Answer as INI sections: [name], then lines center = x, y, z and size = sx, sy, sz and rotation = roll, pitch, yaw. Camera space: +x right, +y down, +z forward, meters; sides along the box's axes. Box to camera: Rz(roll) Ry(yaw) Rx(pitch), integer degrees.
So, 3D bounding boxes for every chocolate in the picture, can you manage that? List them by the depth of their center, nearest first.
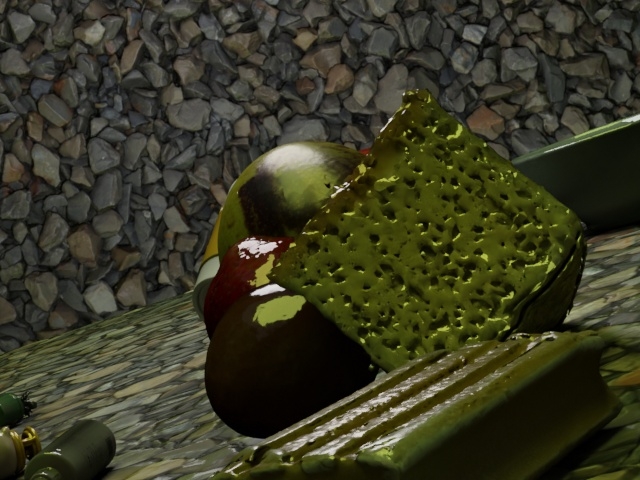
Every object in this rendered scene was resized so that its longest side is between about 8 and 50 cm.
[chocolate]
center = -0.031, 0.121, 1.390
size = 0.177, 0.176, 0.177
rotation = -18, 4, 1

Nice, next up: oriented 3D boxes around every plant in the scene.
[plant]
center = -0.453, 0.247, 2.142
size = 0.051, 0.051, 0.102
rotation = -16, -1, 26

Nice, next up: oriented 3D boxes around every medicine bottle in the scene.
[medicine bottle]
center = -0.261, 0.232, 1.460
size = 0.058, 0.057, 0.199
rotation = -17, 5, 12

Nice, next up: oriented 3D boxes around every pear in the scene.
[pear]
center = 0.000, 0.000, 1.897
size = 0.284, 0.283, 0.283
rotation = -18, 4, 1

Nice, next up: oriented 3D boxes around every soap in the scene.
[soap]
center = 0.070, 0.141, 0.994
size = 0.173, 0.089, 0.274
rotation = -16, 4, 40

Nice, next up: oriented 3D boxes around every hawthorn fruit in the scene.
[hawthorn fruit]
center = -0.058, 0.098, 1.674
size = 0.181, 0.181, 0.235
rotation = -16, 25, 30

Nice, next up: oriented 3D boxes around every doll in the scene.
[doll]
center = -0.392, 0.243, 1.677
size = 0.127, 0.084, 0.073
rotation = -12, -1, -33

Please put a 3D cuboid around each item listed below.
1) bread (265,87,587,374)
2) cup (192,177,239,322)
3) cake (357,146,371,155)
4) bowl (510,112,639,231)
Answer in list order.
[bread]
center = 0.105, 0.041, 1.409
size = 0.279, 0.248, 0.315
rotation = -47, -21, -18
[cup]
center = -0.081, 0.048, 2.170
size = 0.185, 0.241, 0.226
rotation = 7, 45, 18
[cake]
center = 0.061, -0.037, 2.310
size = 0.151, 0.177, 0.283
rotation = -20, -27, -22
[bowl]
center = 0.443, -0.100, 2.167
size = 0.289, 0.146, 0.289
rotation = -20, 3, 1
